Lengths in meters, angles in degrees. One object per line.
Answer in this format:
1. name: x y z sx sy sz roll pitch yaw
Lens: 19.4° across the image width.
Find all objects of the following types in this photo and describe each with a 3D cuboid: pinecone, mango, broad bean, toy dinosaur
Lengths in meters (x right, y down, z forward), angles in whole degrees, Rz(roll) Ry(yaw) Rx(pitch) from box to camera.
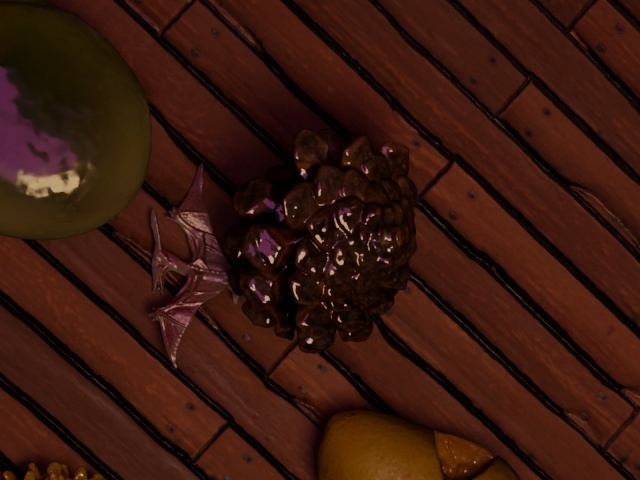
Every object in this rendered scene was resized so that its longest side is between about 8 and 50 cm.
1. pinecone: -0.001 0.000 1.919 0.202 0.201 0.229 17 82 -16
2. mango: 0.109 0.277 1.974 0.262 0.130 0.167 29 83 -3
3. broad bean: -0.308 -0.130 1.914 0.291 0.119 0.238 43 75 -9
4. toy dinosaur: -0.133 0.028 1.984 0.108 0.032 0.220 9 79 -5

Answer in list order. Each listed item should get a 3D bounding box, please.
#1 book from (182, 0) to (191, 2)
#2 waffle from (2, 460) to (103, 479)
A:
1. book: -0.231 -0.325 1.908 0.242 0.170 0.018 14 57 -9
2. waffle: -0.276 0.330 1.939 0.193 0.070 0.197 29 85 -8
